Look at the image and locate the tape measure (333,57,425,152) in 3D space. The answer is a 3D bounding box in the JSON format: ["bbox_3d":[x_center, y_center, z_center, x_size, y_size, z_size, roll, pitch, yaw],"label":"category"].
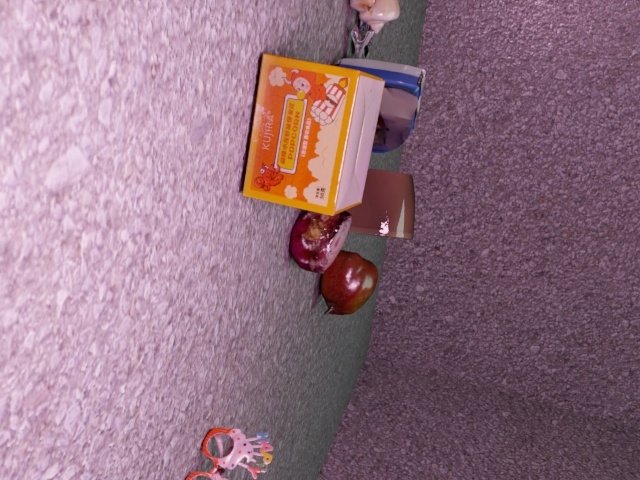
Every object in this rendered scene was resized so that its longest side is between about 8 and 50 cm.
[{"bbox_3d":[0.148,-0.373,1.771,0.262,0.259,0.138,86,21,-54],"label":"tape measure"}]

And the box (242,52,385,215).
[{"bbox_3d":[-0.012,-0.221,1.330,0.259,0.214,0.283,-27,128,-70],"label":"box"}]

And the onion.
[{"bbox_3d":[0.000,0.000,1.789,0.218,0.140,0.195,57,51,-73],"label":"onion"}]

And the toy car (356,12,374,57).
[{"bbox_3d":[0.140,-0.652,1.916,0.095,0.056,0.204,-48,152,-66],"label":"toy car"}]

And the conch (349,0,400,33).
[{"bbox_3d":[0.135,-0.702,1.767,0.158,0.127,0.255,-9,92,-41],"label":"conch"}]

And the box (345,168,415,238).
[{"bbox_3d":[0.174,-0.123,2.130,0.301,0.301,0.216,-1,96,-77],"label":"box"}]

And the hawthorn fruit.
[{"bbox_3d":[0.080,0.158,2.233,0.248,0.208,0.208,-57,163,-12],"label":"hawthorn fruit"}]

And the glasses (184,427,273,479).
[{"bbox_3d":[-0.201,0.527,1.392,0.095,0.162,0.255,92,17,-54],"label":"glasses"}]

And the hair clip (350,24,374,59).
[{"bbox_3d":[0.100,-0.507,1.856,0.159,0.071,0.218,-59,160,-48],"label":"hair clip"}]
